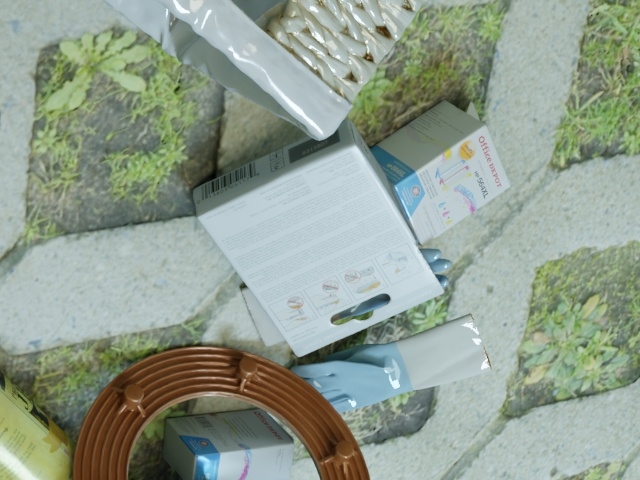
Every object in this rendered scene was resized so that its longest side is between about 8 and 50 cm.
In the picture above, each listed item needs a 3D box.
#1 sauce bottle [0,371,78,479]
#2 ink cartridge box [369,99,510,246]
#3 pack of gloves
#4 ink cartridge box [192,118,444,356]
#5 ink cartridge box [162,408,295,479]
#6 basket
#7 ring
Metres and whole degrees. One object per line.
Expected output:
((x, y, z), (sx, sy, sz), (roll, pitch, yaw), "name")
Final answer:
((-0.353, 0.174, 1.647), (0.111, 0.111, 0.344), (-42, 127, -6), "sauce bottle")
((0.132, -0.080, 1.813), (0.143, 0.090, 0.092), (-34, 124, -11), "ink cartridge box")
((0.053, 0.091, 1.846), (0.232, 0.046, 0.195), (-17, 117, 10), "pack of gloves")
((0.000, 0.000, 1.758), (0.189, 0.066, 0.232), (-24, 131, 12), "ink cartridge box")
((-0.102, 0.232, 1.828), (0.122, 0.088, 0.052), (-4, 114, -28), "ink cartridge box")
((-0.091, -0.309, 1.438), (0.328, 0.331, 0.266), (39, 88, -36), "basket")
((-0.094, 0.256, 1.724), (0.337, 0.336, 0.032), (-5, 151, -27), "ring")
